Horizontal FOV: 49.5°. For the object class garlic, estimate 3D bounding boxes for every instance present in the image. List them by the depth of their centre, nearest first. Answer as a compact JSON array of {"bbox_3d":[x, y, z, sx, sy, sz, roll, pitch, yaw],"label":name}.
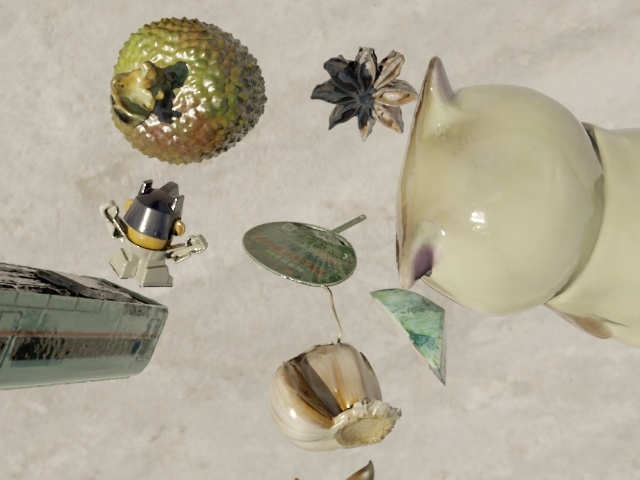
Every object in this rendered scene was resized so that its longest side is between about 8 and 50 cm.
[{"bbox_3d":[0.035,0.212,1.057,0.207,0.207,0.256,13,98,-14],"label":"garlic"}]

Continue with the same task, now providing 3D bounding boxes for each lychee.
[{"bbox_3d":[-0.236,-0.259,1.218,0.270,0.270,0.320,-44,143,21],"label":"lychee"}]

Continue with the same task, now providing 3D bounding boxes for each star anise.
[{"bbox_3d":[0.107,-0.339,1.556,0.236,0.109,0.223,-10,128,26],"label":"star anise"}]

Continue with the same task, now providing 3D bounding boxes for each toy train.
[{"bbox_3d":[-0.241,0.058,0.476,0.086,0.407,0.088,21,87,16],"label":"toy train"}]

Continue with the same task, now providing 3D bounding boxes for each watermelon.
[{"bbox_3d":[0.139,0.129,1.010,0.081,0.180,0.094,-20,148,-22],"label":"watermelon"}]

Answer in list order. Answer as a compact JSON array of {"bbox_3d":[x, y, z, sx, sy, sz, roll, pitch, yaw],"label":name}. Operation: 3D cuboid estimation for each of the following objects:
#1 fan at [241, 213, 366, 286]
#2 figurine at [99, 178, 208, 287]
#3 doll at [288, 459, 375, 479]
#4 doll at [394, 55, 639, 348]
[{"bbox_3d":[-0.033,-0.001,1.343,0.223,0.294,0.012,11,121,4],"label":"fan"},{"bbox_3d":[-0.454,-0.019,1.871,0.308,0.143,0.308,-3,117,-7],"label":"figurine"},{"bbox_3d":[0.022,0.272,0.691,0.113,0.076,0.078,0,108,-16],"label":"doll"},{"bbox_3d":[0.237,-0.020,0.639,0.370,0.226,0.215,12,90,-8],"label":"doll"}]
